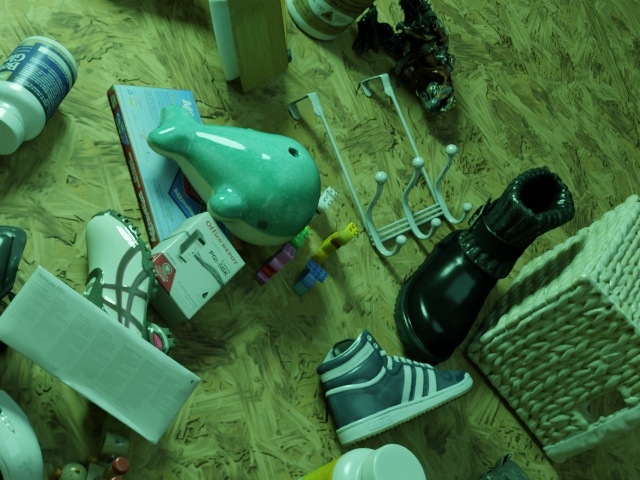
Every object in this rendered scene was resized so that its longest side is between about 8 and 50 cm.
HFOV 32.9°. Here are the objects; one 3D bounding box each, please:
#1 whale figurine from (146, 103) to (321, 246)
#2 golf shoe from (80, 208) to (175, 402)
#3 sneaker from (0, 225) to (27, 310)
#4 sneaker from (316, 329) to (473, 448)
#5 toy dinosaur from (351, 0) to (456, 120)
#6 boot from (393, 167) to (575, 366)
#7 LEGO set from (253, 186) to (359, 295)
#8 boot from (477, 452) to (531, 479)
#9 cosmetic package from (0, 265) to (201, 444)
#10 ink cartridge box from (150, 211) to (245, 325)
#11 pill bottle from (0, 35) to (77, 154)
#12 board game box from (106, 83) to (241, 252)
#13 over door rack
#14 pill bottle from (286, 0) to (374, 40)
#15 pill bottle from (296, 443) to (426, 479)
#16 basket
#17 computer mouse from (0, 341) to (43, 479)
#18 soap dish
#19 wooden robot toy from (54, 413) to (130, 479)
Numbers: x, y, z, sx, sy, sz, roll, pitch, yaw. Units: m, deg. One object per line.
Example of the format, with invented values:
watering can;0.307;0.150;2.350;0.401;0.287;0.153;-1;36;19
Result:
whale figurine;-0.117;-0.115;1.597;0.272;0.141;0.216;36;36;-14
golf shoe;-0.273;0.083;1.406;0.120;0.105;0.273;-4;66;-37
sneaker;-0.454;-0.021;1.322;0.153;0.101;0.269;-8;75;-45
sneaker;0.114;0.204;1.664;0.282;0.099;0.153;-15;75;-42
toy dinosaur;0.183;-0.391;2.124;0.218;0.164;0.322;24;29;-47
boot;0.272;0.034;1.794;0.131;0.260;0.348;42;43;-11
LEGO set;0.000;0.000;1.704;0.087;0.093;0.227;44;43;-9
boot;0.280;0.459;1.645;0.229;0.091;0.263;-1;62;-41
cosmetic package;-0.271;0.138;1.310;0.239;0.060;0.099;37;80;-11
ink cartridge box;-0.185;0.038;1.518;0.099;0.056;0.135;55;50;-14
pill bottle;-0.407;-0.196;1.478;0.094;0.094;0.169;37;44;-17
board game box;-0.221;-0.107;1.632;0.145;0.027;0.281;-2;64;-40
over door rack;0.121;-0.151;1.903;0.239;0.108;0.324;-23;79;-48
pill bottle;0.050;-0.479;1.968;0.131;0.229;0.131;22;51;-29
pill bottle;0.040;0.343;1.424;0.117;0.208;0.118;22;50;-29
basket;0.484;0.143;1.863;0.266;0.328;0.331;49;43;-1
computer mouse;-0.377;0.209;1.272;0.106;0.042;0.193;-23;79;-48
soap dish;-0.118;-0.430;1.790;0.118;0.229;0.291;-5;59;1
wooden robot toy;-0.276;0.276;1.300;0.079;0.076;0.173;19;51;-18
